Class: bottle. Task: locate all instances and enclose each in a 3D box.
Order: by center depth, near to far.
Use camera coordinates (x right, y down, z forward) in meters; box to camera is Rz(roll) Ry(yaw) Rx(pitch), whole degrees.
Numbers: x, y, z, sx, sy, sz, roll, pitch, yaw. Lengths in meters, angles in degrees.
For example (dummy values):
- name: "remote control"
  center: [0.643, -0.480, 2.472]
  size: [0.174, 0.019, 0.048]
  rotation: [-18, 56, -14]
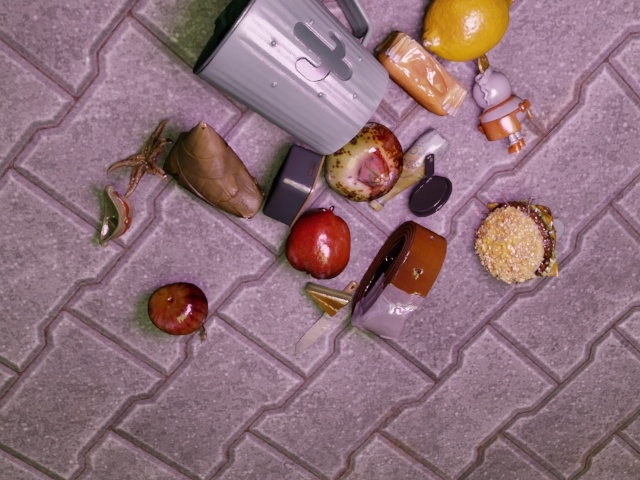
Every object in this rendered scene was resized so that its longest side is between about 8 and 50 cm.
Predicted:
- name: "bottle"
  center: [0.233, -0.185, 1.726]
  size: [0.083, 0.083, 0.270]
  rotation: [40, 106, -18]

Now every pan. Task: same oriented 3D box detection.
- name: "pan"
  center: [0.294, -0.154, 1.718]
  size: [0.136, 0.028, 0.235]
  rotation: [-27, 143, -10]

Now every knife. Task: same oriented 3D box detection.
- name: "knife"
  center: [0.016, 0.237, 1.888]
  size: [0.047, 0.017, 0.298]
  rotation: [37, 102, -22]

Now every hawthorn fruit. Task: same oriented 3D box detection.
- name: "hawthorn fruit"
  center: [0.000, 0.000, 1.725]
  size: [0.185, 0.185, 0.202]
  rotation: [16, 90, -13]

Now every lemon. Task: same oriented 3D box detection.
- name: "lemon"
  center: [0.355, -0.536, 1.557]
  size: [0.244, 0.187, 0.187]
  rotation: [-31, 111, 4]

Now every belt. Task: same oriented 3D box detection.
- name: "belt"
  center: [0.213, 0.113, 1.759]
  size: [0.122, 0.217, 0.339]
  rotation: [27, 107, -15]

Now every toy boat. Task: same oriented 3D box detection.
- name: "toy boat"
  center: [-0.536, -0.066, 1.669]
  size: [0.071, 0.089, 0.185]
  rotation: [-16, 132, -43]

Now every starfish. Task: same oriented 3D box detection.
- name: "starfish"
  center: [-0.448, -0.205, 1.620]
  size: [0.238, 0.213, 0.057]
  rotation: [-8, 150, 37]

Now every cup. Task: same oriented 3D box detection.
- name: "cup"
  center: [-0.041, -0.448, 1.482]
  size: [0.392, 0.310, 0.401]
  rotation: [34, 105, -23]

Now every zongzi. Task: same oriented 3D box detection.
- name: "zongzi"
  center: [-0.229, -0.170, 1.569]
  size: [0.273, 0.300, 0.145]
  rotation: [35, 69, -19]

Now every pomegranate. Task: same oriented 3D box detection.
- name: "pomegranate"
  center: [0.119, -0.192, 1.620]
  size: [0.214, 0.248, 0.214]
  rotation: [-4, 110, -12]

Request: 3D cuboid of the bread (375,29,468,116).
- name: "bread"
  center: [0.252, -0.415, 1.609]
  size: [0.241, 0.136, 0.107]
  rotation: [36, 102, -20]

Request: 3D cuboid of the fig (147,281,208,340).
- name: "fig"
  center: [-0.372, 0.190, 1.765]
  size: [0.149, 0.148, 0.202]
  rotation: [-31, 157, 35]

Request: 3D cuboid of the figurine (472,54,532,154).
- name: "figurine"
  center: [0.470, -0.356, 1.663]
  size: [0.143, 0.143, 0.271]
  rotation: [-15, 113, -1]

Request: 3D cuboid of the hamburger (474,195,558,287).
- name: "hamburger"
  center: [0.530, -0.001, 1.750]
  size: [0.138, 0.243, 0.262]
  rotation: [-16, 101, -35]

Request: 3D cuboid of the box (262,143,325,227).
- name: "box"
  center: [-0.073, -0.140, 1.634]
  size: [0.090, 0.145, 0.201]
  rotation: [22, 150, -10]

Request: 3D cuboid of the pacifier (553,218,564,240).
- name: "pacifier"
  center: [0.619, -0.018, 1.819]
  size: [0.150, 0.117, 0.127]
  rotation: [30, 130, -20]

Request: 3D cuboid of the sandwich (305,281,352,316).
- name: "sandwich"
  center: [0.023, 0.146, 1.817]
  size: [0.074, 0.074, 0.116]
  rotation: [-41, 98, 13]
